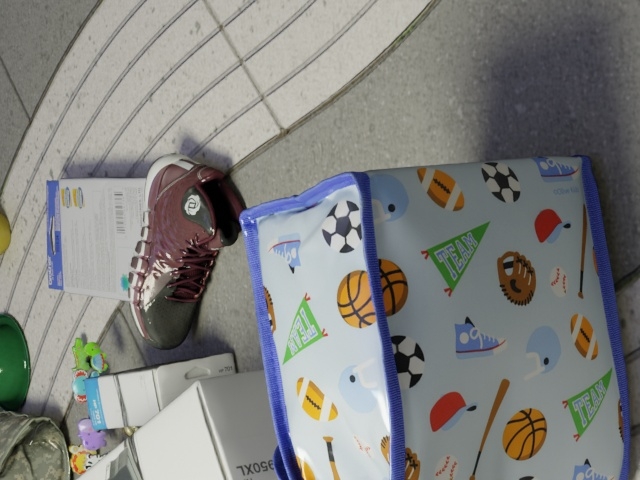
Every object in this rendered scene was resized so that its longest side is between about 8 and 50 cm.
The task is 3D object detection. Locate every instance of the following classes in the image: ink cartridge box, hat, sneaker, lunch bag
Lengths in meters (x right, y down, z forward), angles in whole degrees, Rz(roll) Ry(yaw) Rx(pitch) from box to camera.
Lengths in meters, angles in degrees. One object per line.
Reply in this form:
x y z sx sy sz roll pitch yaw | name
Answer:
-0.108 0.301 1.595 0.395 0.285 0.166 -40 63 44 | ink cartridge box
-0.640 0.239 2.305 0.173 0.183 0.209 49 128 35 | hat
-0.178 0.026 1.795 0.162 0.106 0.282 12 103 46 | sneaker
-0.325 -0.005 1.997 0.311 0.065 0.186 3 96 48 | ink cartridge box
-0.541 0.433 2.227 0.235 0.168 0.287 -8 80 54 | lunch bag
-0.225 0.214 1.838 0.190 0.139 0.082 -12 86 50 | ink cartridge box
0.121 0.130 1.270 0.239 0.327 0.386 -19 81 54 | lunch bag

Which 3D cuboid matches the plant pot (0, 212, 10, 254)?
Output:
-0.609 -0.010 2.310 0.134 0.095 0.134 7 100 50 | plant pot

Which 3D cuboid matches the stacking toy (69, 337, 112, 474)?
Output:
-0.369 0.265 2.047 0.167 0.052 0.221 170 94 -69 | stacking toy

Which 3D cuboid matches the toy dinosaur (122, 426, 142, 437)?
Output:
-0.230 0.352 1.922 0.268 0.064 0.118 64 152 24 | toy dinosaur
